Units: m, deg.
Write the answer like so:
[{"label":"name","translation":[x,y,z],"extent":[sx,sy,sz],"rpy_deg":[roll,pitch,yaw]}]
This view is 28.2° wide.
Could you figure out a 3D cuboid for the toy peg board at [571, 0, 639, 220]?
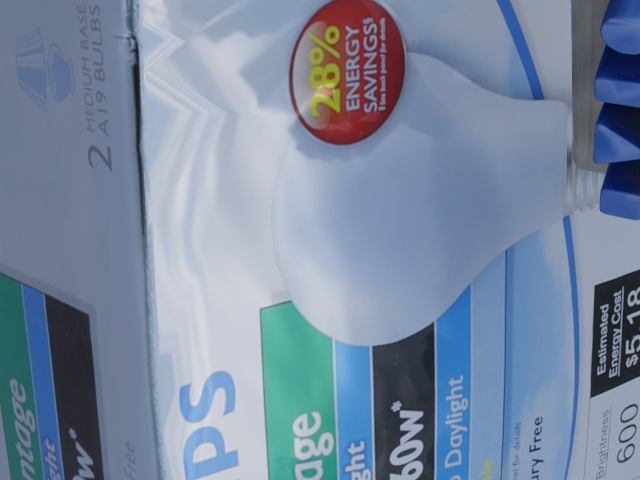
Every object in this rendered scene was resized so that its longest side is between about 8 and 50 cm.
[{"label":"toy peg board","translation":[0.170,-0.045,0.492],"extent":[0.160,0.079,0.161],"rpy_deg":[12,148,19]}]

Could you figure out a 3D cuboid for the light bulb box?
[{"label":"light bulb box","translation":[0.000,0.000,0.714],"extent":[0.361,0.225,0.358],"rpy_deg":[-15,112,-36]}]
